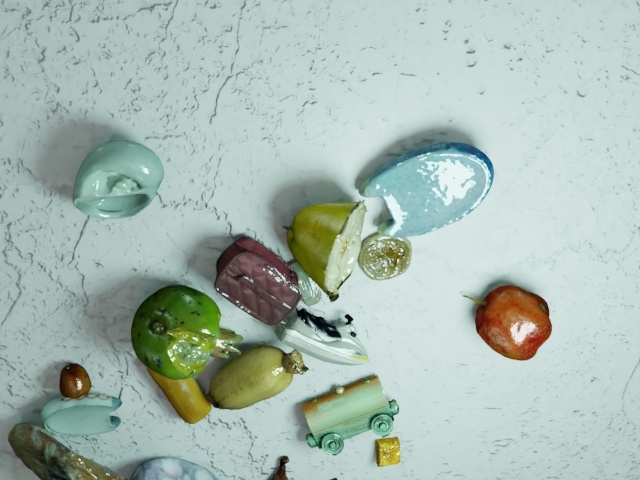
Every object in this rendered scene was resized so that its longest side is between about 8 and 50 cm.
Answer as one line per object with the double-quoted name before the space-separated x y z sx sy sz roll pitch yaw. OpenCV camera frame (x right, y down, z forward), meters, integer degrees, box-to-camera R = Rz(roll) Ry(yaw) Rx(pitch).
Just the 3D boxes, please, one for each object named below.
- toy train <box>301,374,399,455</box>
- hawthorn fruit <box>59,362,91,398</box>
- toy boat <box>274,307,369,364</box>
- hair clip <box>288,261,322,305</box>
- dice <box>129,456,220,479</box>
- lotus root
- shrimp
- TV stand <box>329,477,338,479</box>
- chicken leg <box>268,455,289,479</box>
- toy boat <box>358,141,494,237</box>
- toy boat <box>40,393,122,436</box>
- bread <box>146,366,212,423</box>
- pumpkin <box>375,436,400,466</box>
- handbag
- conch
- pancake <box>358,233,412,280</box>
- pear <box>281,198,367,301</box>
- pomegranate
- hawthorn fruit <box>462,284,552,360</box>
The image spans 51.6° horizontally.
"toy train" 0.081 0.497 1.908 0.285 0.116 0.177 -21 103 1
"hawthorn fruit" -0.646 0.364 1.739 0.081 0.081 0.093 -6 105 -7
"toy boat" 0.015 0.254 1.775 0.269 0.141 0.140 11 111 -16
"hair clip" -0.042 0.111 1.756 0.054 0.022 0.137 -25 112 3
"dice" -0.429 0.802 1.863 0.270 0.270 0.271 25 107 -18
"lotus root" -0.178 0.364 1.782 0.303 0.130 0.146 -28 146 18
"shrimp" -0.640 0.603 1.739 0.446 0.110 0.221 21 131 16
"TV stand" -0.058 0.829 2.037 0.270 0.088 0.082 -19 114 0
"chicken leg" -0.149 0.747 2.008 0.089 0.048 0.219 38 103 -25
"toy boat" 0.270 -0.137 1.667 0.330 0.123 0.215 -25 108 14
"toy boat" -0.646 0.464 1.794 0.208 0.079 0.134 0 128 -19
"bread" -0.386 0.399 1.801 0.093 0.074 0.239 -24 115 7
"pumpkin" 0.206 0.644 2.020 0.074 0.054 0.083 -2 93 -12
"handbag" -0.157 0.102 1.665 0.225 0.135 0.146 40 104 -18
"conch" -0.462 -0.137 1.522 0.221 0.121 0.185 -27 119 11
"pancake" 0.174 0.042 1.760 0.152 0.025 0.151 -3 114 -6
"pear" 0.001 -0.002 1.636 0.178 0.267 0.267 22 113 19
"pomegranate" -0.330 0.236 1.680 0.236 0.236 0.302 -47 146 12
"hawthorn fruit" 0.500 0.205 1.811 0.243 0.207 0.207 30 108 7
